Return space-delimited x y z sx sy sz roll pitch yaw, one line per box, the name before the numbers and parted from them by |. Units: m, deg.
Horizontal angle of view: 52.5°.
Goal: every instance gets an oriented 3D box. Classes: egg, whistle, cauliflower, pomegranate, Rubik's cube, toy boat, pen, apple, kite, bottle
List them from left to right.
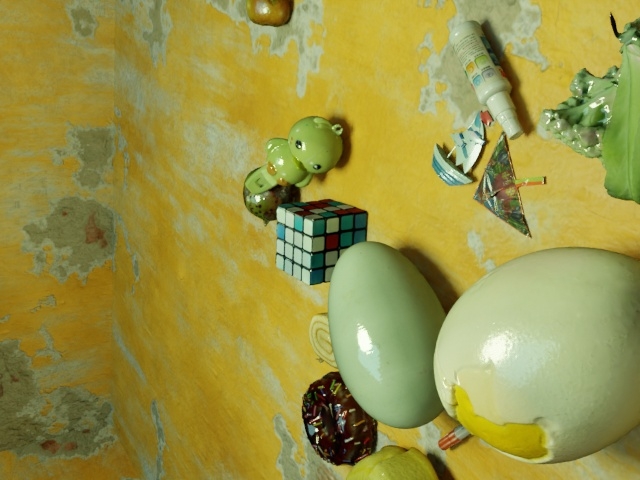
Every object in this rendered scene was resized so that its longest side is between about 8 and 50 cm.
pomegranate | -0.138 -0.110 1.671 0.148 0.148 0.169 62 148 27
apple | -0.129 -0.578 1.590 0.114 0.099 0.102 29 118 54
whistle | -0.064 -0.178 1.485 0.294 0.141 0.141 -36 64 22
Rubik's cube | 0.000 0.000 1.473 0.155 0.151 0.154 22 116 52
egg | 0.131 0.172 1.243 0.230 0.230 0.371 -46 53 50
toy boat | 0.263 -0.156 1.166 0.149 0.034 0.105 -32 67 41
pen | 0.292 0.341 1.217 0.028 0.028 0.239 63 142 26
bottle | 0.279 -0.264 1.080 0.060 0.060 0.217 -43 60 51
kite | 0.316 -0.090 1.107 0.159 0.010 0.190 -22 79 55
egg | 0.327 0.151 0.901 0.345 0.283 0.283 -44 60 44
cauliflower | 0.392 -0.172 0.747 0.239 0.315 0.256 -33 52 11

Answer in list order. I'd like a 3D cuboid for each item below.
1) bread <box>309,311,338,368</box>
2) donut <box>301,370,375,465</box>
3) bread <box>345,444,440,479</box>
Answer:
bread | 0.030 0.233 1.544 0.149 0.073 0.122 23 113 52
donut | 0.036 0.436 1.566 0.235 0.089 0.235 13 106 53
bread | 0.167 0.559 1.344 0.270 0.148 0.270 27 122 53
